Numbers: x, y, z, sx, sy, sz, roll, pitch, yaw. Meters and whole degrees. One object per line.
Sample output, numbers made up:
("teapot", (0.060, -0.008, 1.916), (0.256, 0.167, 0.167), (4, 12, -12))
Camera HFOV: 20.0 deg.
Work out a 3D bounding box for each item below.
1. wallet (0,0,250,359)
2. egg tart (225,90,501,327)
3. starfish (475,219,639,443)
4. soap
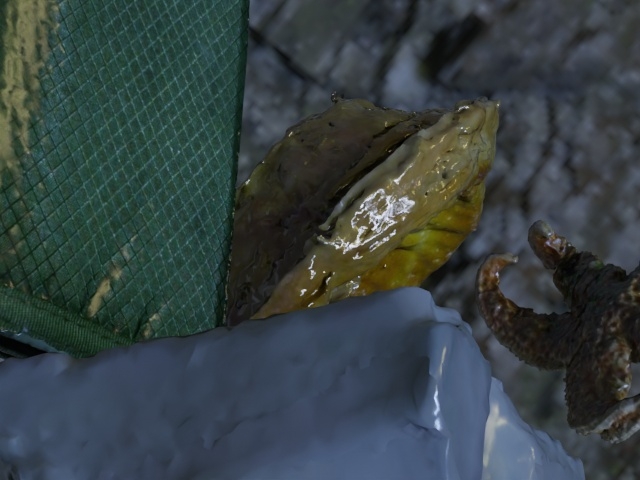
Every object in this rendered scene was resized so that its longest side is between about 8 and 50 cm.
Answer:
("wallet", (-0.097, -0.054, 0.749), (0.055, 0.160, 0.236), (-19, -123, 42))
("egg tart", (0.000, 0.000, 1.400), (0.352, 0.150, 0.352), (-46, 171, -10))
("starfish", (0.173, 0.048, 1.012), (0.210, 0.053, 0.150), (12, -114, 48))
("soap", (-0.007, 0.192, 0.445), (0.159, 0.258, 0.302), (-4, -118, 22))
